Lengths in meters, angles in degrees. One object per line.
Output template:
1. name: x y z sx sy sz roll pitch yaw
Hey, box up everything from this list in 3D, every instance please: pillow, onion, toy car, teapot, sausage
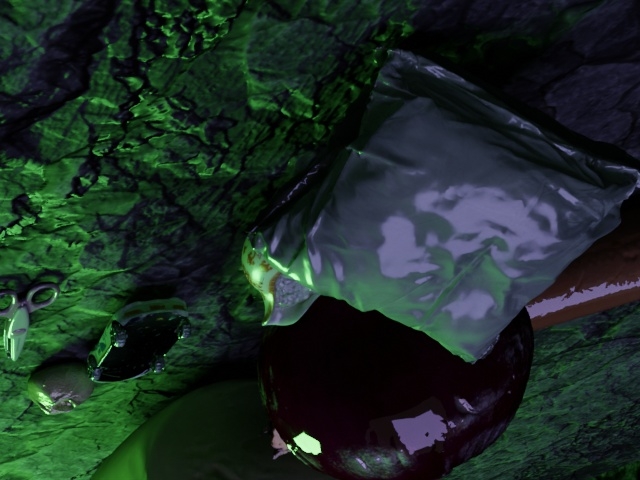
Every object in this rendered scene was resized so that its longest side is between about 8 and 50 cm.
1. pillow: 0.114 -0.025 1.426 0.310 0.138 0.283 25 120 -19
2. onion: 0.080 0.156 1.718 0.336 0.282 0.260 -12 -172 13
3. toy car: -0.223 0.121 1.779 0.095 0.056 0.205 -6 159 -26
4. teapot: 0.000 0.000 1.593 0.159 0.116 0.245 9 150 -26
5. sausage: 0.344 0.034 1.910 0.304 0.121 0.121 -17 158 -2

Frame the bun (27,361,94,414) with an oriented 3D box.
1. bun: -0.325 0.189 1.867 0.086 0.055 0.086 -16 157 -7

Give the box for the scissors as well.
1. scissors: -0.342 0.093 1.670 0.085 0.022 0.176 -11 154 -23

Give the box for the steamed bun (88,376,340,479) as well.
1. steamed bun: -0.105 0.358 2.125 0.455 0.290 0.371 10 144 -31

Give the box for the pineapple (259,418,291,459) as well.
1. pineapple: 0.054 0.131 1.952 0.334 0.158 0.161 -24 119 4
